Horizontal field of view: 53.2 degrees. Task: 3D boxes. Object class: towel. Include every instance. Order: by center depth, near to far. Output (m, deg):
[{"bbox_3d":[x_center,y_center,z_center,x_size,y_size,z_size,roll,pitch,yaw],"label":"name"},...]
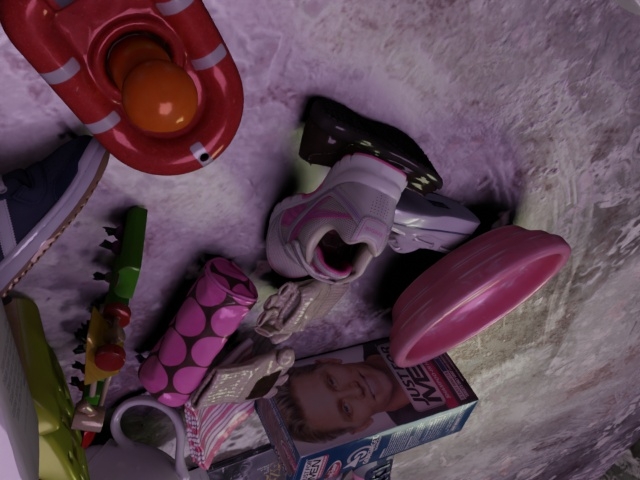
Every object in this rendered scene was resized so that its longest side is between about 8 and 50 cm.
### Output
[{"bbox_3d":[-0.148,0.255,0.991,0.144,0.029,0.197,-46,153,-39],"label":"towel"}]

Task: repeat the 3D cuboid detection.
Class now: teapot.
[{"bbox_3d":[-0.326,0.383,0.941,0.252,0.187,0.256,-43,-178,43],"label":"teapot"}]

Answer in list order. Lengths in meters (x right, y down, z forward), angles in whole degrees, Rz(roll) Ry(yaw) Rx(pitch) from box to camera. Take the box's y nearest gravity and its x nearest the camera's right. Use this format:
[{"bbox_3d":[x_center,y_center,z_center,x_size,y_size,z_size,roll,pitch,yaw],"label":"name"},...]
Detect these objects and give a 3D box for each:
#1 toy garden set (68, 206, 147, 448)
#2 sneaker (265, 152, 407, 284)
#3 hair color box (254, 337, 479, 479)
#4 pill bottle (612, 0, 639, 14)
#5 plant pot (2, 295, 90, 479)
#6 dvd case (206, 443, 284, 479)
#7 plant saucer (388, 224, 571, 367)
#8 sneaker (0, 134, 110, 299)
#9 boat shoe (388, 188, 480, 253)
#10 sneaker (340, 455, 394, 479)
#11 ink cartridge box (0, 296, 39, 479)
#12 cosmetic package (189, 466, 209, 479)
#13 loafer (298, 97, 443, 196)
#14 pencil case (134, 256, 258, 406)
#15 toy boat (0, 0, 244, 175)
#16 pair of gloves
[{"bbox_3d":[-0.248,0.113,0.702,0.049,0.204,0.244,13,124,-19],"label":"toy garden set"},{"bbox_3d":[0.000,0.000,0.759,0.103,0.111,0.252,24,148,-18],"label":"sneaker"},{"bbox_3d":[0.078,0.279,1.105,0.347,0.174,0.105,-10,135,-26],"label":"hair color box"},{"bbox_3d":[0.398,-0.366,0.693,0.124,0.124,0.221,20,118,-44],"label":"pill bottle"},{"bbox_3d":[-0.383,0.200,0.685,0.227,0.228,0.207,-11,129,-24],"label":"plant pot"},{"bbox_3d":[-0.148,0.490,1.295,0.164,0.018,0.221,-15,138,-21],"label":"dvd case"},{"bbox_3d":[0.243,0.083,1.036,0.332,0.084,0.332,-27,157,-12],"label":"plant saucer"},{"bbox_3d":[-0.333,-0.021,0.580,0.153,0.099,0.282,42,81,-23],"label":"sneaker"},{"bbox_3d":[0.124,-0.021,0.889,0.258,0.095,0.084,12,119,-40],"label":"boat shoe"},{"bbox_3d":[0.127,0.537,1.421,0.112,0.131,0.319,-16,144,-17],"label":"sneaker"},{"bbox_3d":[-0.381,0.043,0.429,0.279,0.160,0.385,-16,107,-20],"label":"ink cartridge box"},{"bbox_3d":[-0.296,0.562,1.175,0.224,0.138,0.225,-14,136,-22],"label":"cosmetic package"},{"bbox_3d":[0.060,-0.101,0.786,0.220,0.080,0.078,21,122,-34],"label":"loafer"},{"bbox_3d":[-0.163,0.117,0.847,0.095,0.098,0.209,37,112,-2],"label":"pencil case"},{"bbox_3d":[-0.147,-0.140,0.538,0.151,0.151,0.231,-33,141,-2],"label":"toy boat"},{"bbox_3d":[-0.058,0.148,0.917,0.240,0.042,0.204,-52,158,10],"label":"pair of gloves"}]
